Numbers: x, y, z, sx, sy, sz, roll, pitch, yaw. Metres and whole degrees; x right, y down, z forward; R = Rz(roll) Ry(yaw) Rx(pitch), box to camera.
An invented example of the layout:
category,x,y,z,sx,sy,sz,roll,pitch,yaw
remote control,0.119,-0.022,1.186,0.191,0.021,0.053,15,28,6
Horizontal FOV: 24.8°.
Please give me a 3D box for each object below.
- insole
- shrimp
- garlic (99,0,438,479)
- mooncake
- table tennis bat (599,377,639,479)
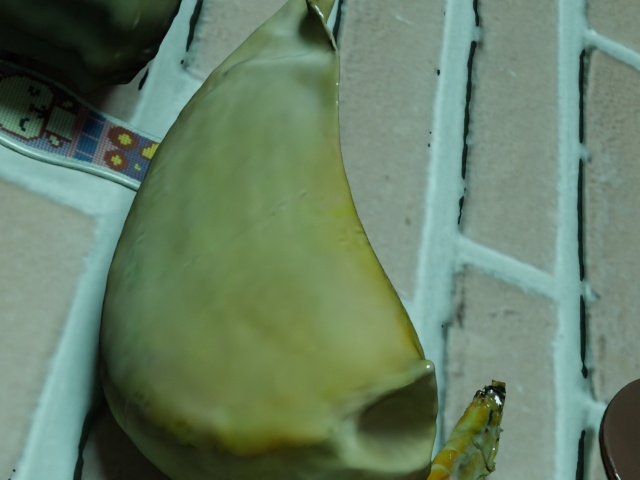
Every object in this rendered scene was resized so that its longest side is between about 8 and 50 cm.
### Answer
category,x,y,z,sx,sy,sz,roll,pitch,yaw
insole,-0.139,-0.061,0.858,0.197,0.004,0.065,25,45,-13
shrimp,0.103,0.135,0.838,0.091,0.025,0.127,28,49,-10
garlic,-0.010,-0.001,0.763,0.151,0.196,0.338,30,40,-31
mooncake,-0.117,-0.197,0.828,0.124,0.228,0.228,24,45,-19
table tennis bat,0.271,0.200,0.899,0.154,0.021,0.274,-9,59,-37
